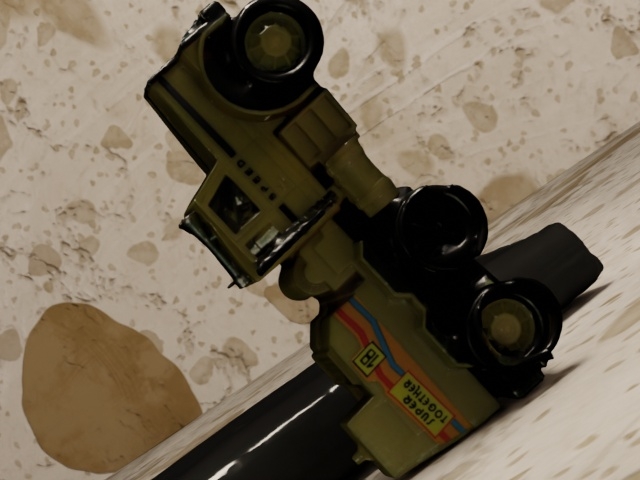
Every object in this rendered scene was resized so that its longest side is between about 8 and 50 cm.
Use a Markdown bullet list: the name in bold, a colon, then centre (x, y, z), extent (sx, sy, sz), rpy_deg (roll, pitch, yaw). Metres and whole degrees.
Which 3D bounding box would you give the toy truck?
- **toy truck**: centre (0.002, -0.004, 0.871), extent (0.127, 0.257, 0.127), rpy_deg (-38, 2, -9)

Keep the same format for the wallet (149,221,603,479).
- **wallet**: centre (-0.020, 0.129, 1.029), extent (0.406, 0.062, 0.228), rpy_deg (-34, 0, -24)
